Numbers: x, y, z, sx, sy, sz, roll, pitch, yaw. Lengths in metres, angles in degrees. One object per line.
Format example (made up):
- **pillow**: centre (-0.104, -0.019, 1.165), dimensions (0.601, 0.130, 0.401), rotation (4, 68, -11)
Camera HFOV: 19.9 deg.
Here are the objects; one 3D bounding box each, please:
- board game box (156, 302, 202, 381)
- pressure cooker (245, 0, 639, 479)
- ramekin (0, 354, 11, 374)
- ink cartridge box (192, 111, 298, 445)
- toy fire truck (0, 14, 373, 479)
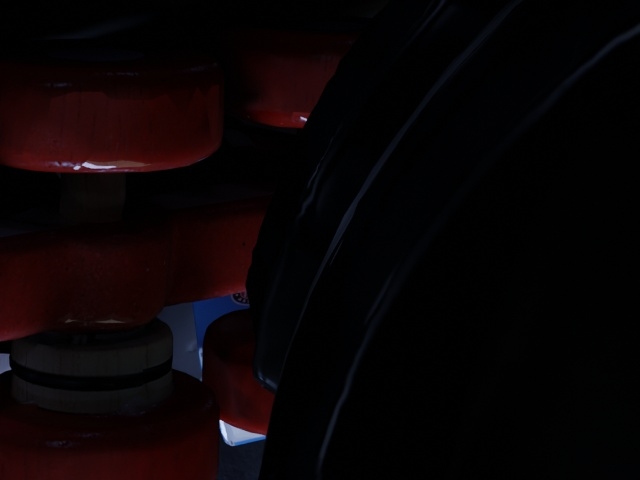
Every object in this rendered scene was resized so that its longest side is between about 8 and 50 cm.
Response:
- **board game box**: centre (-0.186, 0.086, 1.169), dimensions (0.390, 0.050, 0.390), rotation (-13, -149, 33)
- **pressure cooker**: centre (0.185, 0.048, 0.533), dimensions (0.369, 0.376, 0.420), rotation (-8, -167, 13)
- **ramekin**: centre (-0.226, 0.114, 0.950), dimensions (0.277, 0.135, 0.277), rotation (-25, -153, 14)
- **ink cartridge box**: centre (0.000, 0.000, 0.958), dimensions (0.139, 0.191, 0.082), rotation (-13, 135, 1)
- **toy fire truck**: centre (-0.100, -0.010, 0.776), dimensions (0.254, 0.169, 0.302), rotation (13, -162, 43)
